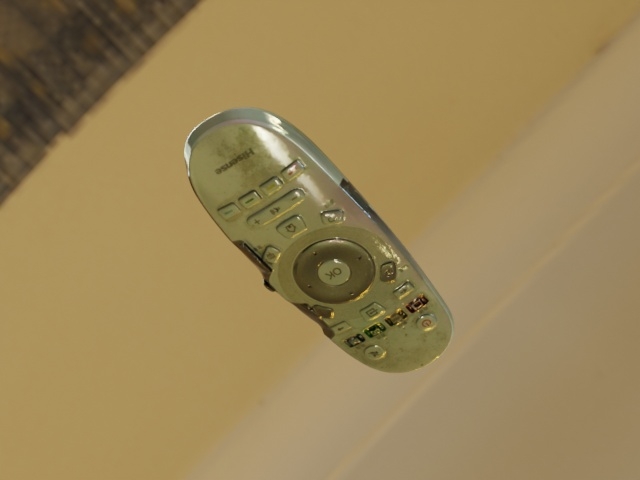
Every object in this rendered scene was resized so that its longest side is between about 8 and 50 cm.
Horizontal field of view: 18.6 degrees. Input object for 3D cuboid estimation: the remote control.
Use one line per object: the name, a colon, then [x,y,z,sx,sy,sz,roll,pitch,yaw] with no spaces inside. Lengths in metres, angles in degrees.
remote control: [0.000,0.002,1.361,0.097,0.256,0.045,-29,-152,21]
